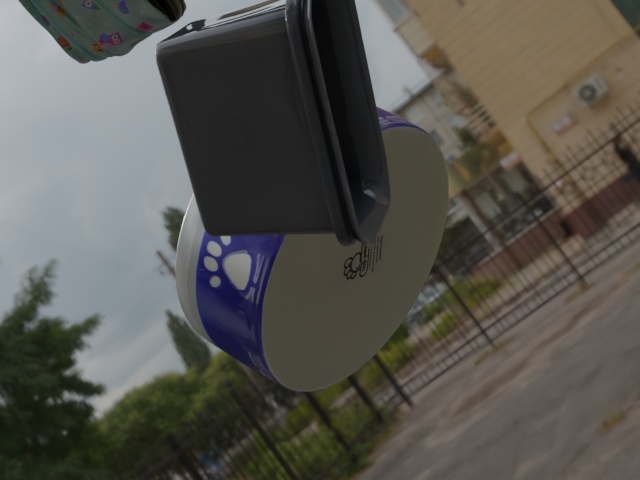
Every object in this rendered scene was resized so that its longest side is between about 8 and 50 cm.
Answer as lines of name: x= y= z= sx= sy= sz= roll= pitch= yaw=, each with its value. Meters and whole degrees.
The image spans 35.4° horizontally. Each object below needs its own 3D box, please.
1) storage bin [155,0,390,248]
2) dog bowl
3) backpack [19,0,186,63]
storage bin: x=-0.023 y=-0.067 z=0.524 sx=0.091 sy=0.135 sz=0.098 roll=-5 pitch=23 yaw=18
dog bowl: x=0.000 y=0.000 z=0.914 sx=0.265 sy=0.104 sz=0.265 roll=-33 pitch=-43 yaw=-37
backpack: x=-0.181 y=-0.225 z=0.745 sx=0.115 sy=0.182 sz=0.152 roll=-22 pitch=38 yaw=22
